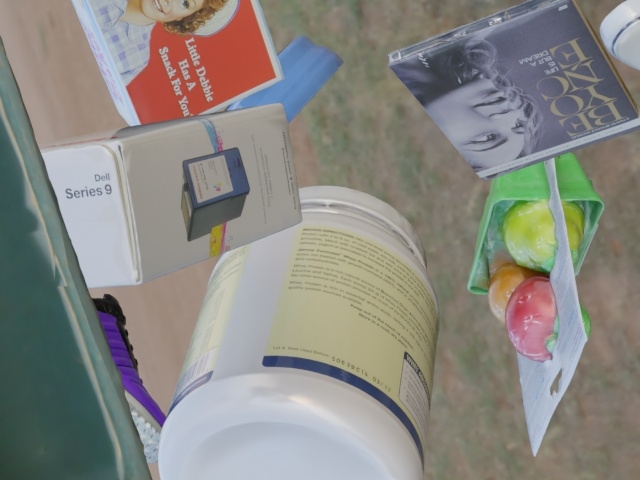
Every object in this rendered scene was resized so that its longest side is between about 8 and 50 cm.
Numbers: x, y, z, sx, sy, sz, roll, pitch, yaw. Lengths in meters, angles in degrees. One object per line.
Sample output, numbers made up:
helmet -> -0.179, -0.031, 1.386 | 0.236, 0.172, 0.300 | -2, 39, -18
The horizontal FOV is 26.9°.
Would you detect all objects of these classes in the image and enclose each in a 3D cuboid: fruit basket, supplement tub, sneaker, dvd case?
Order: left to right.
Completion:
sneaker -> -0.262, 0.141, 1.621 | 0.293, 0.102, 0.146 | 51, -143, -26
supplement tub -> -0.009, 0.120, 1.275 | 0.325, 0.235, 0.235 | -77, -13, -51
dvd case -> 0.179, -0.131, 1.193 | 0.221, 0.164, 0.018 | 41, -143, -52
fruit basket -> 0.312, 0.067, 1.836 | 0.327, 0.165, 0.353 | 97, 167, -53
sneaker -> 0.393, -0.179, 1.363 | 0.094, 0.258, 0.091 | -49, 45, 36

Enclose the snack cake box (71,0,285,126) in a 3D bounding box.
snack cake box -> -0.149, -0.240, 1.222 | 0.089, 0.152, 0.264 | 45, 159, 52

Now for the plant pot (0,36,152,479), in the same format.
plant pot -> -0.225, 0.007, 0.285 | 0.248, 0.252, 0.247 | 4, -115, -75

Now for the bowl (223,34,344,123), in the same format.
bowl -> -0.124, -0.136, 1.910 | 0.077, 0.391, 0.391 | 42, 164, -4

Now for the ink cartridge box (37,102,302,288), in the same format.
ink cartridge box -> -0.131, -0.030, 0.899 | 0.212, 0.154, 0.093 | -20, -77, -62
